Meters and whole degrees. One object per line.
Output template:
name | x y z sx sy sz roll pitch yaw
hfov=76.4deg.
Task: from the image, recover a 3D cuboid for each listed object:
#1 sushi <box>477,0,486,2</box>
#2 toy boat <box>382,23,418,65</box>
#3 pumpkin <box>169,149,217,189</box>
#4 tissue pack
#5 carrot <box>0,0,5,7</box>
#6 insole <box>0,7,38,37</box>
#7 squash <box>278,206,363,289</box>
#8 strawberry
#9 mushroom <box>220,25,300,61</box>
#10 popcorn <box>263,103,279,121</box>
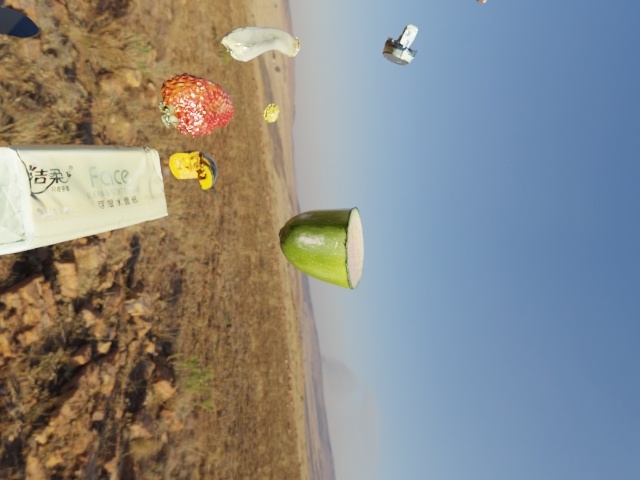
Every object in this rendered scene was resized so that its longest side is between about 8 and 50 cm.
sushi | 0.447 -0.742 1.000 0.237 0.270 0.171 55 11 31
toy boat | 0.292 -0.702 1.456 0.262 0.114 0.115 -93 -152 -69
pumpkin | -0.461 -0.276 1.532 0.108 0.183 0.119 -52 166 -54
tissue pack | -0.605 -0.098 0.910 0.405 0.331 0.206 -42 126 -72
carrot | -0.955 -0.763 1.191 0.062 0.066 0.272 -8 -104 56
insole | -0.852 -0.570 1.065 0.086 0.005 0.253 57 25 -17
squash | -0.013 0.029 1.524 0.310 0.308 0.311 -1 90 -75
strawberry | -0.327 -0.388 1.126 0.175 0.106 0.236 59 44 -18
mushroom | -0.174 -0.603 1.242 0.099 0.277 0.096 31 -48 38
popcorn | -0.215 -0.568 1.807 0.083 0.057 0.082 -47 167 -40
